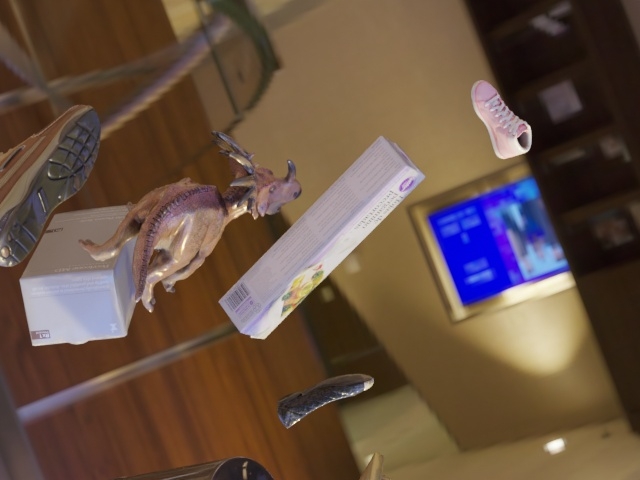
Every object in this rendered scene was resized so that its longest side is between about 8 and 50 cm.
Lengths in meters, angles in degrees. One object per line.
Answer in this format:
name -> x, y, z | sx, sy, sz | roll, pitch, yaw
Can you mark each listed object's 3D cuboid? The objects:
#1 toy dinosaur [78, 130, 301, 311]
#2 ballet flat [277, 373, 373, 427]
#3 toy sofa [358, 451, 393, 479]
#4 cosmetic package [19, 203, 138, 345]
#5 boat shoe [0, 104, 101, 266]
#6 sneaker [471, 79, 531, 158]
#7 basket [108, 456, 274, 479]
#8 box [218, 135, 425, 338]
toy dinosaur -> -0.151, -0.033, 1.625 | 0.200, 0.127, 0.295 | -38, -179, 21
ballet flat -> 0.009, 0.265, 2.355 | 0.173, 0.049, 0.057 | -19, -167, -8
toy sofa -> 0.180, 0.474, 1.971 | 0.177, 0.362, 0.150 | -61, -178, 19
cosmetic package -> -0.306, 0.043, 1.837 | 0.127, 0.107, 0.238 | -7, -161, 1
boat shoe -> -0.458, -0.102, 2.168 | 0.119, 0.123, 0.324 | 15, -132, 18
sneaker -> 0.290, -0.193, 2.190 | 0.051, 0.134, 0.070 | -34, -163, -30
basket -> -0.169, 0.376, 1.868 | 0.227, 0.204, 0.154 | -24, -139, 41
box -> 0.000, 0.000, 1.869 | 0.324, 0.067, 0.063 | -46, 151, 12
